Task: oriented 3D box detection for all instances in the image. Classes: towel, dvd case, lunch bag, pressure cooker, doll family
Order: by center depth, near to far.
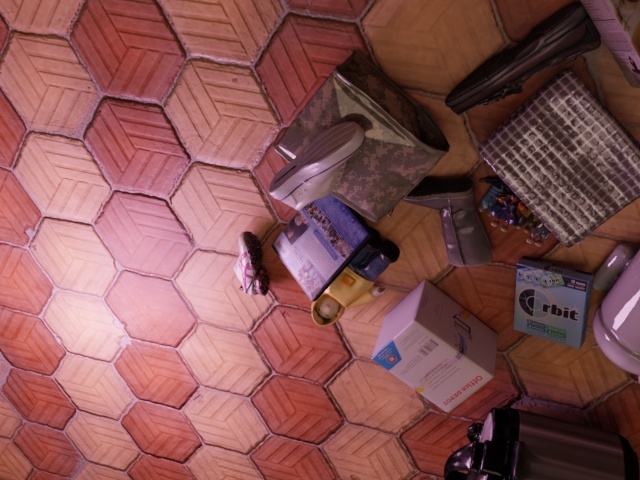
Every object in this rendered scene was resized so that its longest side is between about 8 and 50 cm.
[{"bbox_3d":[0.475,-0.149,1.342,0.284,0.121,0.235,46,108,-1],"label":"towel"},{"bbox_3d":[0.094,-0.202,1.450,0.287,0.169,0.235,41,126,-4],"label":"lunch bag"},{"bbox_3d":[0.419,-0.075,1.483,0.192,0.076,0.111,23,130,7],"label":"doll family"},{"bbox_3d":[0.000,0.000,1.644,0.180,0.022,0.253,53,126,18],"label":"dvd case"},{"bbox_3d":[0.509,0.602,1.706,0.420,0.375,0.370,12,107,10],"label":"pressure cooker"}]

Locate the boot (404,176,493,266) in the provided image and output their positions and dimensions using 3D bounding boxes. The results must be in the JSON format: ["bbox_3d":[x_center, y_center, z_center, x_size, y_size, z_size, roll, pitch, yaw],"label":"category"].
[{"bbox_3d":[0.277,-0.038,1.559,0.189,0.076,0.209,7,137,32],"label":"boot"}]

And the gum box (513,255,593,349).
[{"bbox_3d":[0.516,0.139,1.575,0.156,0.041,0.185,16,126,32],"label":"gum box"}]

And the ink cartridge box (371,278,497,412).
[{"bbox_3d":[0.275,0.250,1.672,0.232,0.168,0.171,37,125,-7],"label":"ink cartridge box"}]

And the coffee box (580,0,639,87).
[{"bbox_3d":[0.551,-0.398,1.198,0.141,0.098,0.247,-36,106,6],"label":"coffee box"}]

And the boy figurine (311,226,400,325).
[{"bbox_3d":[0.061,0.094,1.692,0.177,0.092,0.285,37,120,-7],"label":"boy figurine"}]

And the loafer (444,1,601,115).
[{"bbox_3d":[0.379,-0.318,1.328,0.302,0.109,0.095,-34,110,28],"label":"loafer"}]

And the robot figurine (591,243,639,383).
[{"bbox_3d":[0.698,0.138,1.448,0.300,0.199,0.354,49,134,36],"label":"robot figurine"}]

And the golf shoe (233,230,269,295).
[{"bbox_3d":[-0.186,0.061,1.764,0.085,0.067,0.186,2,121,18],"label":"golf shoe"}]

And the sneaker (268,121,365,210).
[{"bbox_3d":[0.008,-0.142,1.377,0.091,0.094,0.258,32,140,-27],"label":"sneaker"}]
